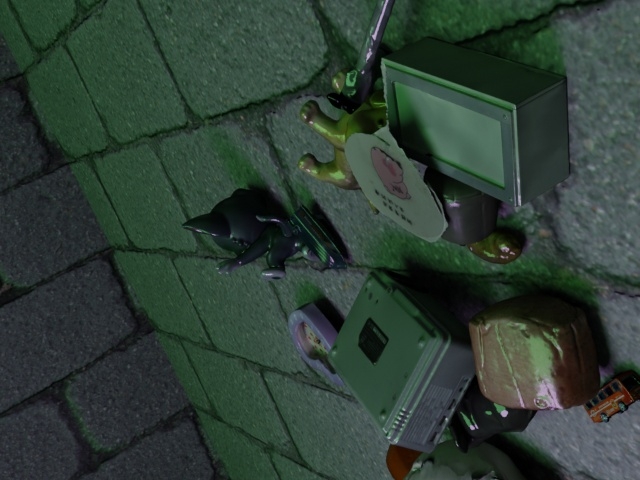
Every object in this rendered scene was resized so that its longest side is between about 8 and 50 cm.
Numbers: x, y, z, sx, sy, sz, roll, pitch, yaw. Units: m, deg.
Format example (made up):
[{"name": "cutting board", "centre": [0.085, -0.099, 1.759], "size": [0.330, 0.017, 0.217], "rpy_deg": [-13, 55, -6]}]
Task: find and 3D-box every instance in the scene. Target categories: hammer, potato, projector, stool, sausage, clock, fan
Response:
[{"name": "hammer", "centre": [0.090, -0.320, 1.009], "size": [0.044, 0.152, 0.426], "rpy_deg": [26, 137, 6]}, {"name": "potato", "centre": [0.232, 0.010, 1.157], "size": [0.092, 0.045, 0.046], "rpy_deg": [4, 105, 56]}, {"name": "projector", "centre": [0.119, 0.169, 1.323], "size": [0.192, 0.099, 0.256], "rpy_deg": [-63, 27, 11]}, {"name": "stool", "centre": [0.183, -0.054, 1.122], "size": [0.096, 0.096, 0.110], "rpy_deg": [37, 152, 41]}, {"name": "sausage", "centre": [0.233, 0.491, 1.636], "size": [0.348, 0.094, 0.097], "rpy_deg": [39, 145, 40]}, {"name": "clock", "centre": [0.005, 0.196, 1.783], "size": [0.198, 0.064, 0.172], "rpy_deg": [24, 138, 52]}, {"name": "fan", "centre": [0.084, -0.108, 1.076], "size": [0.182, 0.010, 0.310], "rpy_deg": [36, 158, 29]}]

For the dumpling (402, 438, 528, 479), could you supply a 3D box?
[{"name": "dumpling", "centre": [0.274, 0.436, 1.446], "size": [0.227, 0.175, 0.243], "rpy_deg": [39, -178, -28]}]

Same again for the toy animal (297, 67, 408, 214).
[{"name": "toy animal", "centre": [0.053, -0.145, 1.254], "size": [0.169, 0.121, 0.233], "rpy_deg": [44, 156, 9]}]

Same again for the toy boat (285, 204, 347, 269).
[{"name": "toy boat", "centre": [0.000, 0.000, 1.585], "size": [0.141, 0.060, 0.055], "rpy_deg": [50, 155, 5]}]

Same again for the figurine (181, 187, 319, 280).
[{"name": "figurine", "centre": [-0.125, -0.008, 1.687], "size": [0.265, 0.193, 0.140], "rpy_deg": [9, 125, 45]}]

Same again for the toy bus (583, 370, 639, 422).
[{"name": "toy bus", "centre": [0.374, 0.200, 1.113], "size": [0.043, 0.031, 0.110], "rpy_deg": [59, 157, 20]}]

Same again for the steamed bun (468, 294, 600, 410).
[{"name": "steamed bun", "centre": [0.281, 0.141, 1.143], "size": [0.175, 0.106, 0.144], "rpy_deg": [0, 105, 52]}]

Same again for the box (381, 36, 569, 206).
[{"name": "box", "centre": [0.178, -0.147, 1.037], "size": [0.225, 0.086, 0.129], "rpy_deg": [32, 144, 47]}]

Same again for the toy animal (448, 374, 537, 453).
[{"name": "toy animal", "centre": [0.233, 0.241, 1.329], "size": [0.146, 0.115, 0.245], "rpy_deg": [61, 159, 6]}]
